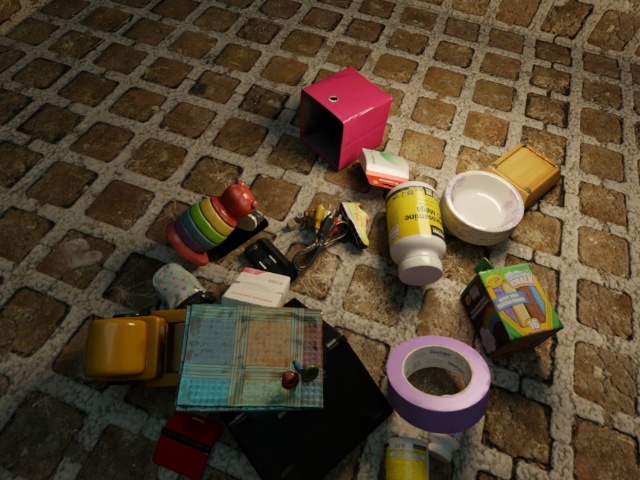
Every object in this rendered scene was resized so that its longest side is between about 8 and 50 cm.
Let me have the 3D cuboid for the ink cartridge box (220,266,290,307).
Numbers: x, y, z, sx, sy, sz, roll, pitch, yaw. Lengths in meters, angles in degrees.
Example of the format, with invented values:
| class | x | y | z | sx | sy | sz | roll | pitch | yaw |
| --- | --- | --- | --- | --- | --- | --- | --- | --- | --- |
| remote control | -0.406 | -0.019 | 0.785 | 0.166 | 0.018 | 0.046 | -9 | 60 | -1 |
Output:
| class | x | y | z | sx | sy | sz | roll | pitch | yaw |
| --- | --- | --- | --- | --- | --- | --- | --- | --- | --- |
| ink cartridge box | -0.193 | 0.176 | 1.289 | 0.158 | 0.092 | 0.218 | 12 | 19 | 4 |

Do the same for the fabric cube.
| class | x | y | z | sx | sy | sz | roll | pitch | yaw |
| --- | --- | --- | --- | --- | --- | --- | --- | --- | --- |
| fabric cube | 0.095 | -0.491 | 1.707 | 0.258 | 0.259 | 0.254 | -33 | 64 | -23 |

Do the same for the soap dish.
| class | x | y | z | sx | sy | sz | roll | pitch | yaw |
| --- | --- | --- | --- | --- | --- | --- | --- | --- | --- |
| soap dish | 0.796 | -0.260 | 1.693 | 0.290 | 0.118 | 0.229 | -34 | 65 | -24 |

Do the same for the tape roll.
| class | x | y | z | sx | sy | sz | roll | pitch | yaw |
| --- | --- | --- | --- | --- | --- | --- | --- | --- | --- |
| tape roll | 0.324 | 0.391 | 1.180 | 0.274 | 0.090 | 0.275 | -5 | 30 | 3 |

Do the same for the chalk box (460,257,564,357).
| class | x | y | z | sx | sy | sz | roll | pitch | yaw |
| --- | --- | --- | --- | --- | --- | --- | --- | --- | --- |
| chalk box | 0.581 | 0.193 | 1.346 | 0.179 | 0.180 | 0.289 | -9 | 59 | -10 |

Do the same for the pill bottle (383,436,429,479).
| class | x | y | z | sx | sy | sz | roll | pitch | yaw |
| --- | --- | --- | --- | --- | --- | --- | --- | --- | --- |
| pill bottle | 0.217 | 0.624 | 1.076 | 0.117 | 0.117 | 0.215 | 8 | 56 | 1 |

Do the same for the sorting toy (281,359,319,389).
| class | x | y | z | sx | sy | sz | roll | pitch | yaw |
| --- | --- | --- | --- | --- | --- | --- | --- | --- | --- |
| sorting toy | -0.056 | 0.330 | 1.060 | 0.101 | 0.061 | 0.042 | -18 | 34 | -25 |

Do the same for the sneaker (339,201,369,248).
| class | x | y | z | sx | sy | sz | roll | pitch | yaw |
| --- | --- | --- | --- | --- | --- | --- | --- | --- | --- |
| sneaker | 0.143 | -0.064 | 1.541 | 0.094 | 0.081 | 0.209 | -10 | 59 | -16 |

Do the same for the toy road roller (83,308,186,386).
| class | x | y | z | sx | sy | sz | roll | pitch | yaw |
| --- | --- | --- | --- | --- | --- | --- | --- | --- | --- |
| toy road roller | -0.464 | 0.288 | 1.128 | 0.329 | 0.240 | 0.203 | -4 | 75 | 4 |

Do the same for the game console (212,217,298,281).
| class | x | y | z | sx | sy | sz | roll | pitch | yaw |
| --- | --- | --- | --- | --- | --- | --- | --- | --- | --- |
| game console | -0.235 | 0.030 | 1.474 | 0.213 | 0.044 | 0.361 | -36 | 66 | -22 |

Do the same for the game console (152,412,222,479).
| class | x | y | z | sx | sy | sz | roll | pitch | yaw |
| --- | --- | --- | --- | --- | --- | --- | --- | --- | --- |
| game console | -0.357 | 0.548 | 1.145 | 0.143 | 0.085 | 0.124 | 19 | 27 | 7 |

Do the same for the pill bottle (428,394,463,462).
| class | x | y | z | sx | sy | sz | roll | pitch | yaw |
| --- | --- | --- | --- | --- | --- | --- | --- | --- | --- |
| pill bottle | 0.350 | 0.520 | 1.171 | 0.087 | 0.087 | 0.160 | 26 | 59 | 12 |

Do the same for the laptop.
| class | x | y | z | sx | sy | sz | roll | pitch | yaw |
| --- | --- | --- | --- | --- | --- | --- | --- | --- | --- |
| laptop | -0.085 | 0.426 | 1.210 | 0.381 | 0.236 | 0.408 | -34 | 89 | -20 |

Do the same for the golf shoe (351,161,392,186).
| class | x | y | z | sx | sy | sz | roll | pitch | yaw |
| --- | --- | --- | --- | --- | --- | --- | --- | --- | --- |
| golf shoe | 0.213 | -0.266 | 1.693 | 0.186 | 0.068 | 0.086 | 25 | 34 | 11 |

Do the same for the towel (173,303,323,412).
| class | x | y | z | sx | sy | sz | roll | pitch | yaw |
| --- | --- | --- | --- | --- | --- | --- | --- | --- | --- |
| towel | -0.176 | 0.299 | 1.096 | 0.369 | 0.040 | 0.272 | 3 | 65 | -7 |

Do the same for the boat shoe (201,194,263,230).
| class | x | y | z | sx | sy | sz | roll | pitch | yaw |
| --- | --- | --- | --- | --- | --- | --- | --- | --- | --- |
| boat shoe | -0.312 | -0.106 | 1.492 | 0.233 | 0.084 | 0.079 | 22 | 40 | 13 |

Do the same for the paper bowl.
| class | x | y | z | sx | sy | sz | roll | pitch | yaw |
| --- | --- | --- | --- | --- | --- | --- | --- | --- | --- |
| paper bowl | 0.579 | -0.108 | 1.559 | 0.284 | 0.148 | 0.285 | 2 | 58 | -3 |

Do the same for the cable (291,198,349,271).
| class | x | y | z | sx | sy | sz | roll | pitch | yaw |
| --- | --- | --- | --- | --- | --- | --- | --- | --- | --- |
| cable | 0.000 | 0.000 | 1.488 | 0.139 | 0.072 | 0.287 | 36 | 71 | -21 |

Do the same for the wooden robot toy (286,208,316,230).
| class | x | y | z | sx | sy | sz | roll | pitch | yaw |
| --- | --- | --- | --- | --- | --- | --- | --- | --- | --- |
| wooden robot toy | -0.041 | -0.093 | 1.545 | 0.173 | 0.079 | 0.076 | -12 | 59 | -12 |

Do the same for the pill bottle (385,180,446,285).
| class | x | y | z | sx | sy | sz | roll | pitch | yaw |
| --- | --- | --- | --- | --- | --- | --- | --- | --- | --- |
| pill bottle | 0.328 | -0.023 | 1.462 | 0.187 | 0.188 | 0.334 | 2 | 57 | -3 |

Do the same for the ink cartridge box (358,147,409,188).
| class | x | y | z | sx | sy | sz | roll | pitch | yaw |
| --- | --- | --- | --- | --- | --- | --- | --- | --- | --- |
| ink cartridge box | 0.252 | -0.268 | 1.603 | 0.180 | 0.056 | 0.225 | 10 | 31 | -14 |

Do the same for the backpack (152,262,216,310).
| class | x | y | z | sx | sy | sz | roll | pitch | yaw |
| --- | --- | --- | --- | --- | --- | --- | --- | --- | --- |
| backpack | -0.440 | 0.157 | 1.332 | 0.152 | 0.115 | 0.182 | -36 | 64 | -21 |

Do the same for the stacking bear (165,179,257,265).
| class | x | y | z | sx | sy | sz | roll | pitch | yaw |
| --- | --- | --- | --- | --- | --- | --- | --- | --- | --- |
| stacking bear | -0.338 | -0.072 | 1.372 | 0.289 | 0.164 | 0.175 | -36 | 77 | 7 |
